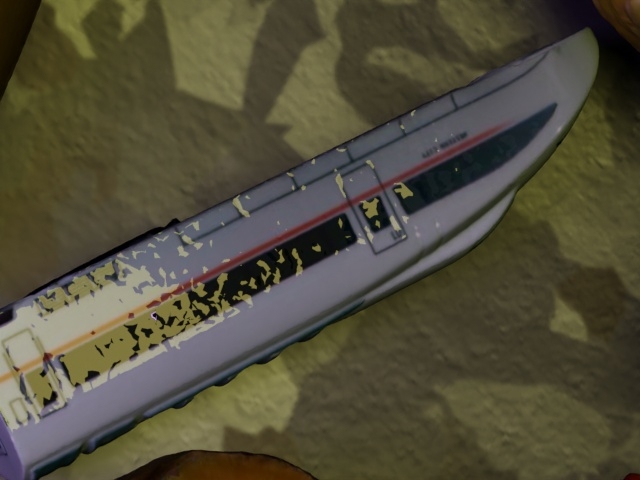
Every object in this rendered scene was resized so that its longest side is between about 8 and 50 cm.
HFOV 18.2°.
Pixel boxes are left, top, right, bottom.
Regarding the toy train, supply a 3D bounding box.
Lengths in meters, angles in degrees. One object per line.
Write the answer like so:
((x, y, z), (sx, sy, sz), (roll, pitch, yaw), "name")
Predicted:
((0.000, 0.000, 1.057), (0.407, 0.086, 0.088), (-27, 88, -22), "toy train")

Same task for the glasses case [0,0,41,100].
((-0.201, -0.139, 0.967), (0.141, 0.173, 0.371), (22, 76, -13), "glasses case")

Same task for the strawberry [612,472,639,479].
((0.168, 0.206, 0.996), (0.178, 0.234, 0.234), (46, 69, -17), "strawberry")

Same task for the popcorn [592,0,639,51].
((0.270, -0.197, 1.102), (0.276, 0.276, 0.225), (-11, 89, -21), "popcorn")

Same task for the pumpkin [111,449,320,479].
((-0.044, 0.169, 0.982), (0.248, 0.131, 0.126), (-1, 54, -39), "pumpkin")
